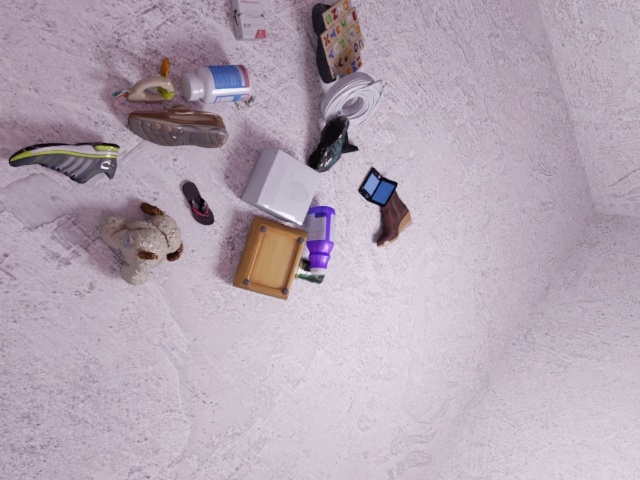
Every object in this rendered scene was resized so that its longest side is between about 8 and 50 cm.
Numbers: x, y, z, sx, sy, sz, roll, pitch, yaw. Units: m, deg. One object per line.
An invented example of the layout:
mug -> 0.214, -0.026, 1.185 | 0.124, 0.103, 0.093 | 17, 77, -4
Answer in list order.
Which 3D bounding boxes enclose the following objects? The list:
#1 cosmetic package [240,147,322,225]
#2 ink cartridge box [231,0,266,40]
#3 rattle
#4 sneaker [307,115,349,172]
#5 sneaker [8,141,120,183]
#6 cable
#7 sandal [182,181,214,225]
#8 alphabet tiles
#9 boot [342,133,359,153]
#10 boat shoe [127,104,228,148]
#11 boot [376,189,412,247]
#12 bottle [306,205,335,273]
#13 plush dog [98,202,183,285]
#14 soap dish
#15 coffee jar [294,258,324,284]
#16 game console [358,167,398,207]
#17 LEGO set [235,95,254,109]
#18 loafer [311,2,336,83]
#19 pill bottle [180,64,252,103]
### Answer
cosmetic package -> -0.152, -0.209, 1.840 | 0.225, 0.138, 0.224 | 27, 83, -38
ink cartridge box -> -0.258, -0.795, 1.701 | 0.099, 0.056, 0.135 | -16, 108, -34
rattle -> -0.579, -0.513, 1.513 | 0.200, 0.130, 0.142 | -12, 96, -7
sneaker -> 0.045, -0.391, 1.946 | 0.106, 0.101, 0.267 | 2, 131, -48
sneaker -> -0.754, -0.229, 1.415 | 0.300, 0.111, 0.121 | -9, 108, -33
cable -> 0.123, -0.562, 1.925 | 0.257, 0.089, 0.257 | -15, 152, -22
sandal -> -0.438, -0.127, 1.704 | 0.067, 0.040, 0.179 | -38, 119, -25
alphabet tiles -> 0.095, -0.797, 1.893 | 0.342, 0.011, 0.285 | -57, 139, -41
boot -> 0.114, -0.430, 2.057 | 0.121, 0.045, 0.099 | -17, 102, -36
boat shoe -> -0.477, -0.392, 1.595 | 0.324, 0.123, 0.116 | 4, 63, -28
boot -> 0.317, -0.108, 2.259 | 0.248, 0.090, 0.207 | -39, 107, -23
bottle -> 0.000, 0.000, 1.966 | 0.092, 0.118, 0.283 | 18, 71, -49
plush dog -> -0.558, -0.003, 1.569 | 0.225, 0.211, 0.262 | -51, 130, -50
soap dish -> -0.188, 0.074, 1.843 | 0.229, 0.118, 0.291 | 18, 89, -17
coffee jar -> -0.069, 0.123, 2.001 | 0.184, 0.079, 0.096 | 18, 87, -38
game console -> 0.266, -0.245, 2.175 | 0.124, 0.085, 0.144 | 40, 74, -35
LEGO set -> -0.276, -0.516, 1.762 | 0.054, 0.023, 0.083 | 47, 71, -33
loafer -> 0.041, -0.789, 1.897 | 0.095, 0.109, 0.302 | -19, 106, -37
pill bottle -> -0.359, -0.539, 1.633 | 0.221, 0.124, 0.124 | -16, 108, -34
